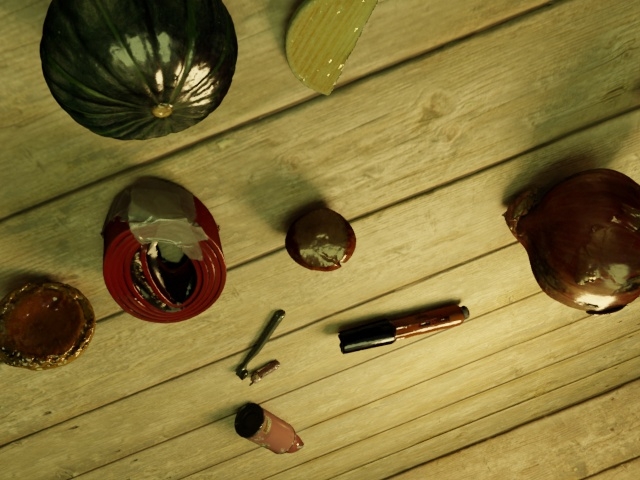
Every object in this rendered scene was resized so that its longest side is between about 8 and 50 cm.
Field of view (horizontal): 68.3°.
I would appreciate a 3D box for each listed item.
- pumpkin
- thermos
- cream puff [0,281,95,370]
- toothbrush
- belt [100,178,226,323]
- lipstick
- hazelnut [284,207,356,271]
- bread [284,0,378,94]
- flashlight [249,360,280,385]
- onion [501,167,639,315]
[{"bbox_3d":[-0.235,-0.248,0.614,0.250,0.216,0.250,-38,166,-12],"label":"pumpkin"},{"bbox_3d":[-0.178,0.673,1.636,0.136,0.109,0.330,-28,137,6],"label":"thermos"},{"bbox_3d":[-0.569,0.185,0.966,0.183,0.183,0.169,10,154,-30],"label":"cream puff"},{"bbox_3d":[-0.168,0.296,1.318,0.030,0.030,0.297,-12,142,-50],"label":"toothbrush"},{"bbox_3d":[-0.303,0.026,0.928,0.227,0.115,0.324,-10,138,-16],"label":"belt"},{"bbox_3d":[0.254,0.260,1.418,0.418,0.077,0.077,-11,137,-14],"label":"lipstick"},{"bbox_3d":[0.000,0.000,1.019,0.154,0.143,0.143,-10,137,-2],"label":"hazelnut"},{"bbox_3d":[0.000,-0.322,0.739,0.112,0.036,0.193,8,142,-22],"label":"bread"},{"bbox_3d":[-0.170,0.394,1.414,0.110,0.052,0.031,-35,101,5],"label":"flashlight"},{"bbox_3d":[0.646,0.001,1.122,0.353,0.353,0.353,-11,137,-11],"label":"onion"}]
